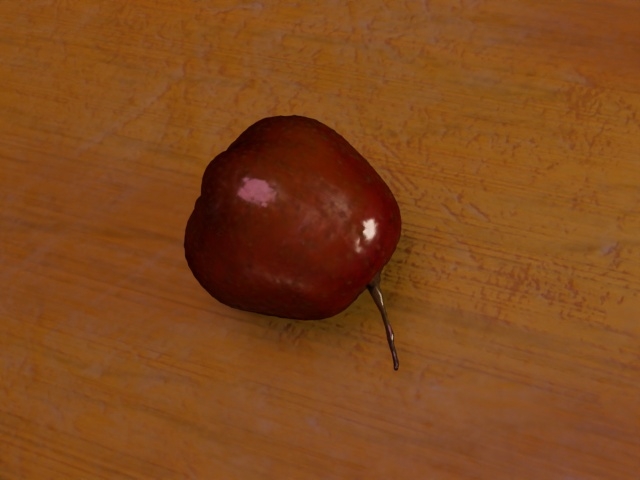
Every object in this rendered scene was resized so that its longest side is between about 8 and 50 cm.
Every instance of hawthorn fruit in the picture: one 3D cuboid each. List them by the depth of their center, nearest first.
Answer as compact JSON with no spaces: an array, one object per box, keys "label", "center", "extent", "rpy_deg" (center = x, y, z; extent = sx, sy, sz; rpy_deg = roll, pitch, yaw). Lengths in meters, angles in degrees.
[{"label":"hawthorn fruit","center":[0.000,0.000,1.029],"extent":[0.204,0.162,0.162],"rpy_deg":[28,74,14]}]
